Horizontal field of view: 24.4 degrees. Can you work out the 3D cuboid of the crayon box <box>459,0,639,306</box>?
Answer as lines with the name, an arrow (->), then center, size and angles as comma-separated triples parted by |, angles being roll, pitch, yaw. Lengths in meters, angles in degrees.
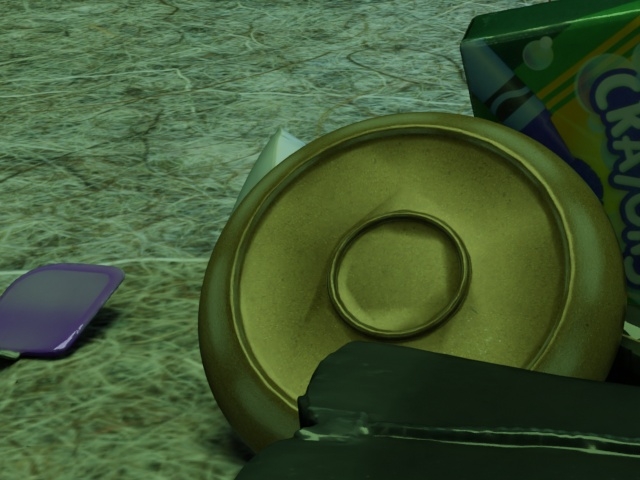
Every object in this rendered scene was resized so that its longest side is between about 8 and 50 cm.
crayon box -> 0.261, -0.057, 0.862 | 0.323, 0.203, 0.083 | -9, 18, 15

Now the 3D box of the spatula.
spatula -> -0.226, 0.081, 0.907 | 0.084, 0.030, 0.296 | 4, 22, 24

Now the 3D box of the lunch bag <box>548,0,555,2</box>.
lunch bag -> 0.267, -0.136, 1.067 | 0.120, 0.258, 0.293 | 11, 25, 36

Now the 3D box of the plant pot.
plant pot -> 0.044, 0.024, 0.793 | 0.236, 0.032, 0.236 | -6, 61, 10

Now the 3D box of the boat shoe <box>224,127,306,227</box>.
boat shoe -> 0.000, 0.000, 0.994 | 0.102, 0.108, 0.301 | 25, 5, -13

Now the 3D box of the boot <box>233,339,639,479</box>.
boot -> 0.157, 0.148, 0.470 | 0.445, 0.146, 0.367 | 8, 13, 20

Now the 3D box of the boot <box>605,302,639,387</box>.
boot -> 0.190, 0.061, 0.840 | 0.137, 0.077, 0.198 | -16, 36, -42
